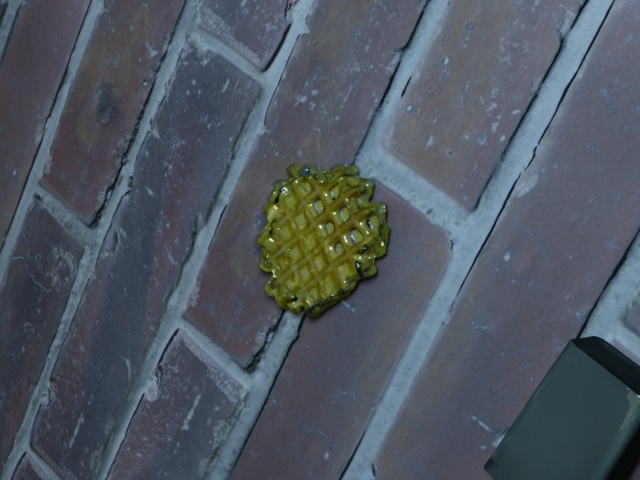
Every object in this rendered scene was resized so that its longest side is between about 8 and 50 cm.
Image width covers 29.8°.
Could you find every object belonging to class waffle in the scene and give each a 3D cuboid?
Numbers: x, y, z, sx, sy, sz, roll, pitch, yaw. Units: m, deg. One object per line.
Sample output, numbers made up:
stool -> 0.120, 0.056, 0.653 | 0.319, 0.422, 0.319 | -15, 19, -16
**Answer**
waffle -> -0.002, 0.000, 2.048 | 0.262, 0.060, 0.280 | 17, 102, 37

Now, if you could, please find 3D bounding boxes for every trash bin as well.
trash bin -> 0.371, 0.276, 1.725 | 0.164, 0.122, 0.240 | 38, 112, 32
